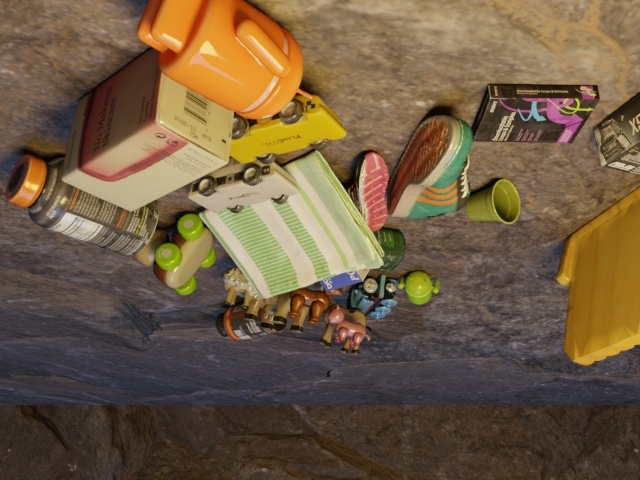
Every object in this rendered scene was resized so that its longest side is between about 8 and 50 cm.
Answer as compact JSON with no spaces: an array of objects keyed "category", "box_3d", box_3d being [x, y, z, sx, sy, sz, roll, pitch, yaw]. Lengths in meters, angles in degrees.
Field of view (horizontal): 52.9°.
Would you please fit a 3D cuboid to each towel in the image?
[{"category":"towel","box_3d":[-0.062,-0.011,1.228,0.324,0.038,0.248,-19,113,39]}]

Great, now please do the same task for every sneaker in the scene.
[{"category":"sneaker","box_3d":[0.204,-0.116,1.069,0.121,0.108,0.302,4,163,-9]},{"category":"sneaker","box_3d":[0.078,-0.094,1.157,0.063,0.075,0.170,-31,140,-21]}]

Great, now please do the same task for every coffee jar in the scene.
[{"category":"coffee jar","box_3d":[0.080,0.008,1.358,0.184,0.079,0.096,12,145,-22]}]

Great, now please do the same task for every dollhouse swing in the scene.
[{"category":"dollhouse swing","box_3d":[0.656,0.073,1.214,0.315,0.305,0.347,8,153,-13]}]

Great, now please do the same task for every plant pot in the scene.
[{"category":"plant pot","box_3d":[0.316,-0.067,1.204,0.083,0.083,0.079,20,161,-35]}]

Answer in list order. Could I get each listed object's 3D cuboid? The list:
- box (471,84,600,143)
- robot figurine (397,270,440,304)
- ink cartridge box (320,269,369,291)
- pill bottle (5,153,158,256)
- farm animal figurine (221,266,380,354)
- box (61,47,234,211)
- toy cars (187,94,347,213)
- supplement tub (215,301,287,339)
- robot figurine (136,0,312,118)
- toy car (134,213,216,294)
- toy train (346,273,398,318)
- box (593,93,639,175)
[{"category":"box","box_3d":[0.323,-0.191,0.981,0.162,0.029,0.116,2,155,1]},{"category":"robot figurine","box_3d":[0.245,0.118,1.604,0.101,0.067,0.115,7,157,15]},{"category":"ink cartridge box","box_3d":[0.000,0.000,1.261,0.097,0.046,0.207,-20,114,38]},{"category":"pill bottle","box_3d":[-0.428,-0.067,1.157,0.130,0.130,0.245,-20,148,37]},{"category":"farm animal figurine","box_3d":[-0.036,0.139,1.561,0.326,0.172,0.330,7,158,22]},{"category":"box","box_3d":[-0.248,-0.160,0.929,0.232,0.149,0.127,-19,148,36]},{"category":"toy cars","box_3d":[-0.097,-0.146,1.036,0.176,0.087,0.393,8,158,-20]},{"category":"supplement tub","box_3d":[-0.198,0.222,1.802,0.197,0.106,0.106,-14,151,30]},{"category":"robot figurine","box_3d":[-0.110,-0.230,0.794,0.219,0.128,0.158,23,140,-39]},{"category":"toy car","box_3d":[-0.338,0.004,1.361,0.188,0.149,0.155,26,156,16]},{"category":"toy train","box_3d":[0.134,0.147,1.663,0.105,0.080,0.184,11,154,-8]},{"category":"box","box_3d":[0.618,-0.169,0.961,0.307,0.077,0.242,9,154,-18]}]
